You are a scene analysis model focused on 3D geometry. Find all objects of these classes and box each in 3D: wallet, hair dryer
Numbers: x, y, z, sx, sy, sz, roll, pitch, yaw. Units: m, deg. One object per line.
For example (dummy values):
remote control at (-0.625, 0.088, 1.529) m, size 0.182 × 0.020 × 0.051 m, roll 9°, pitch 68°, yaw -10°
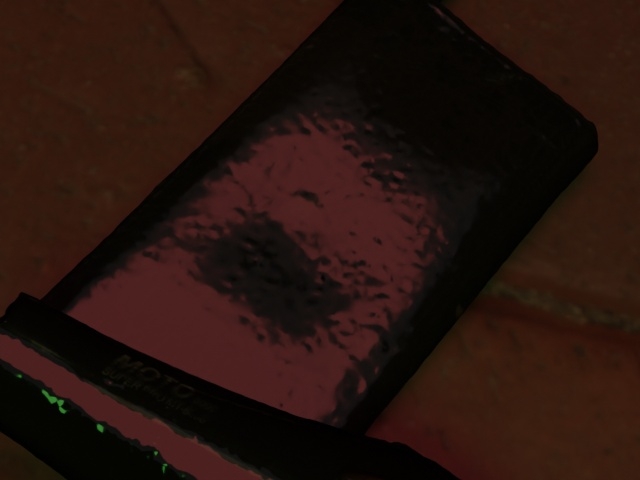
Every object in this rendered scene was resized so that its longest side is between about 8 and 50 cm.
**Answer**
wallet at (0.000, 0.000, 0.626) m, size 0.170 × 0.044 × 0.321 m, roll 40°, pitch 69°, yaw 6°
hair dryer at (-0.048, 0.190, 0.410) m, size 0.304 × 0.120 × 0.359 m, roll 32°, pitch 40°, yaw -9°
